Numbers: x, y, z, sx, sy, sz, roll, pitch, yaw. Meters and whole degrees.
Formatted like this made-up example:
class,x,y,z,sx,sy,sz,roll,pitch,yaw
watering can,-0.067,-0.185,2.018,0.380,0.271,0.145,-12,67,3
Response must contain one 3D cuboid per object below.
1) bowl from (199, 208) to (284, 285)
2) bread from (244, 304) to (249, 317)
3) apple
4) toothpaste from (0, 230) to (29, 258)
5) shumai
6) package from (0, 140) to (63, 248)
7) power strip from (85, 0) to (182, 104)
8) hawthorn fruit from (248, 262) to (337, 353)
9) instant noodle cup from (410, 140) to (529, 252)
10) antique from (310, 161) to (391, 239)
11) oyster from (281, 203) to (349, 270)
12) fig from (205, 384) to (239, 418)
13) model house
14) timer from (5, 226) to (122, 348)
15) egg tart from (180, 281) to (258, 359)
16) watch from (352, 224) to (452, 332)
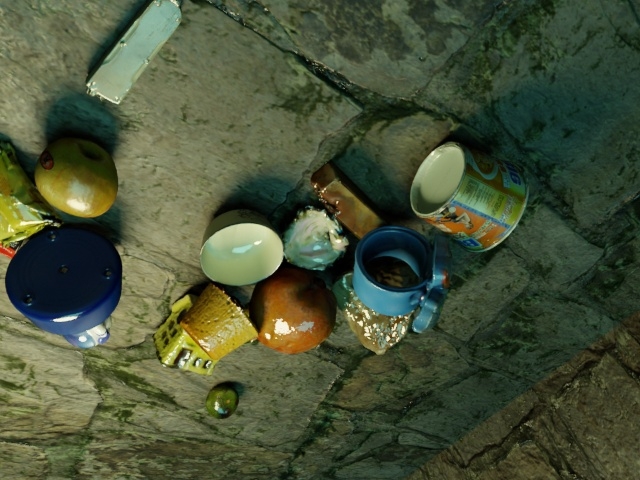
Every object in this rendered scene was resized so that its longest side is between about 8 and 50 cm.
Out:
class,x,y,z,sx,sy,sz,roll,pitch,yaw
bowl,-0.229,0.004,1.567,0.237,0.126,0.238,-11,135,-11
bread,-0.170,0.240,1.852,0.157,0.083,0.094,26,107,-35
apple,-0.553,-0.148,1.277,0.182,0.182,0.155,21,114,-34
toothpaste,-0.768,-0.022,1.407,0.071,0.045,0.193,35,118,-30
shumai,0.144,0.194,1.772,0.262,0.267,0.314,16,83,-29
package,-0.724,-0.102,1.290,0.168,0.090,0.226,-25,109,5
power strip,-0.391,-0.408,1.178,0.286,0.048,0.080,-43,133,20
hawthorn fruit,-0.103,0.224,1.712,0.298,0.277,0.277,-42,132,8
instant noodle cup,0.404,-0.132,1.583,0.213,0.296,0.296,21,122,-25
antique,0.091,-0.099,1.619,0.093,0.087,0.310,-36,134,16
oyster,-0.004,-0.005,1.666,0.259,0.092,0.198,18,113,-28
fig,-0.381,0.608,2.107,0.123,0.123,0.156,16,163,-31
model house,-0.385,0.277,1.756,0.193,0.175,0.234,26,99,-35
timer,-0.656,0.176,1.514,0.270,0.271,0.384,-6,146,-15
egg tart,-0.289,0.235,1.599,0.171,0.215,0.215,-44,139,-20
watch,0.222,0.120,1.589,0.274,0.305,0.241,13,140,7
